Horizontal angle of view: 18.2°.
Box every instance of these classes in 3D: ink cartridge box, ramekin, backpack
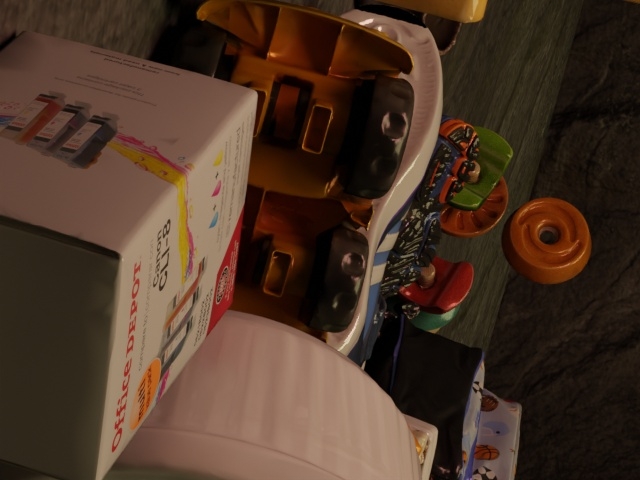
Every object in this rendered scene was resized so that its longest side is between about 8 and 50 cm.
[{"bbox_3d":[-0.121,0.004,0.916,0.176,0.127,0.128,-55,158,-57],"label":"ink cartridge box"},{"bbox_3d":[-0.067,0.149,1.065,0.273,0.273,0.127,93,4,-48],"label":"ramekin"},{"bbox_3d":[0.075,0.242,1.999,0.263,0.213,0.276,-58,-178,30],"label":"backpack"}]

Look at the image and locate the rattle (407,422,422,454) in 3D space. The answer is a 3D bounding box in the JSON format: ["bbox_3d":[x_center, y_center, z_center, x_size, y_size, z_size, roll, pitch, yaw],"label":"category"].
[{"bbox_3d":[-0.025,0.136,1.258,0.130,0.143,0.199,-57,173,-5],"label":"rattle"}]

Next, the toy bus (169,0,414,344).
[{"bbox_3d":[-0.035,-0.052,1.290,0.211,0.149,0.220,-96,-159,-76],"label":"toy bus"}]

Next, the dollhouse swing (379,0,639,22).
[{"bbox_3d":[0.149,-0.313,1.130,0.315,0.305,0.346,-101,-160,-67],"label":"dollhouse swing"}]

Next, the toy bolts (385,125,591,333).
[{"bbox_3d":[0.175,0.025,2.276,0.228,0.218,0.158,-51,167,-20],"label":"toy bolts"}]

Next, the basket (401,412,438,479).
[{"bbox_3d":[-0.002,0.192,1.665,0.103,0.167,0.113,-27,131,-69],"label":"basket"}]

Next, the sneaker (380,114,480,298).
[{"bbox_3d":[0.076,-0.034,1.949,0.083,0.087,0.221,9,116,-48],"label":"sneaker"}]

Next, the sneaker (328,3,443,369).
[{"bbox_3d":[0.000,0.000,1.567,0.236,0.130,0.322,104,1,-65],"label":"sneaker"}]

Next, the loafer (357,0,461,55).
[{"bbox_3d":[0.113,-0.283,1.664,0.366,0.130,0.134,91,18,-51],"label":"loafer"}]
